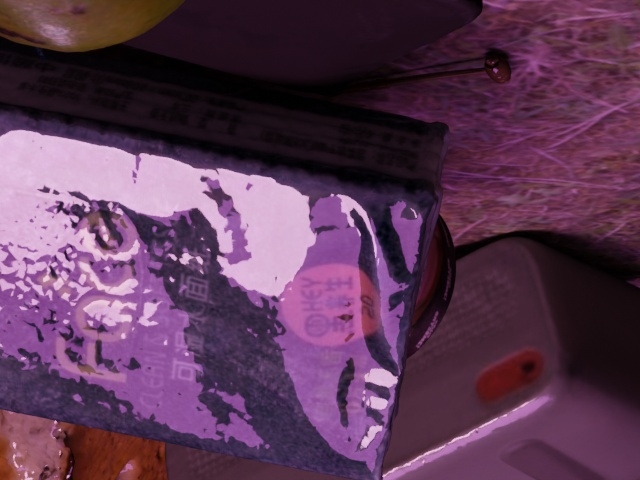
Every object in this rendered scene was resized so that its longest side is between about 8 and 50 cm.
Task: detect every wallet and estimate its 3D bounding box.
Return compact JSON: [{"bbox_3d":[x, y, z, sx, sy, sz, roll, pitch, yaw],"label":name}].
[{"bbox_3d":[-0.110,-0.145,0.984,0.378,0.051,0.197,10,164,-26],"label":"wallet"}]

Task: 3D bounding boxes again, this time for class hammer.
[{"bbox_3d":[0.057,-0.098,1.201,0.123,0.014,0.029,-5,154,27],"label":"hammer"}]

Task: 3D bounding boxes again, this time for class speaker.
[{"bbox_3d":[0.074,0.156,1.621,0.406,0.183,0.184,-29,145,26],"label":"speaker"}]

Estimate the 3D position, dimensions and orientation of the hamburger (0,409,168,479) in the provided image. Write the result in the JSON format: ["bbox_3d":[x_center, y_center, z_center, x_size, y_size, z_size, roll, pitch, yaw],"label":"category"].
[{"bbox_3d":[-0.260,0.206,1.756,0.268,0.287,0.445,26,129,20],"label":"hamburger"}]

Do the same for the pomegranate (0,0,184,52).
[{"bbox_3d":[-0.135,-0.155,0.798,0.220,0.156,0.156,4,165,20],"label":"pomegranate"}]

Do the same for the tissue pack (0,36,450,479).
[{"bbox_3d":[-0.096,0.011,1.174,0.316,0.103,0.228,11,125,4],"label":"tissue pack"}]

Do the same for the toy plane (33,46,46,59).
[{"bbox_3d":[-0.182,-0.126,1.096,0.078,0.024,0.084,-14,152,42],"label":"toy plane"}]

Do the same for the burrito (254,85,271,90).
[{"bbox_3d":[-0.097,-0.060,1.246,0.226,0.060,0.087,-1,164,10],"label":"burrito"}]

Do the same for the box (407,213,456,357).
[{"bbox_3d":[0.000,0.000,1.313,0.151,0.151,0.135,-5,152,20],"label":"box"}]
